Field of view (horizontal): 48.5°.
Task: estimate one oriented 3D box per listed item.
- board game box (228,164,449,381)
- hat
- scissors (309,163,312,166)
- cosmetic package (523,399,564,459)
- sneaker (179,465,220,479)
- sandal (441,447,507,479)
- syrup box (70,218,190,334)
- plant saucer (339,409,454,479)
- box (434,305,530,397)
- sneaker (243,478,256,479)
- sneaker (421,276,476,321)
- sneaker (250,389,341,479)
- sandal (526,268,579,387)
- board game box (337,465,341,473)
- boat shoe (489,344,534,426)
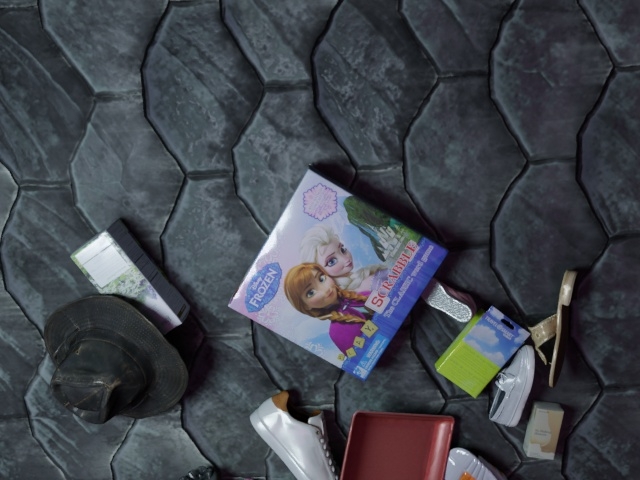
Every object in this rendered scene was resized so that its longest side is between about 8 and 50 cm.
[{"bbox_3d":[0.033,0.068,1.402,0.318,0.066,0.319,29,101,-7],"label":"board game box"},{"bbox_3d":[-0.433,0.266,1.388,0.331,0.134,0.331,10,123,16],"label":"hat"},{"bbox_3d":[0.000,0.000,1.428,0.109,0.021,0.297,-24,103,8],"label":"scissors"},{"bbox_3d":[0.473,0.402,1.508,0.060,0.041,0.115,6,104,0],"label":"cosmetic package"},{"bbox_3d":[-0.291,0.606,1.541,0.135,0.097,0.276,40,103,-8],"label":"sneaker"},{"bbox_3d":[0.368,0.545,1.524,0.265,0.076,0.102,43,109,5],"label":"sandal"},{"bbox_3d":[-0.373,0.084,1.415,0.093,0.096,0.237,-34,103,10],"label":"syrup box"},{"bbox_3d":[0.142,0.475,1.464,0.259,0.048,0.258,11,90,-28],"label":"plant saucer"},{"bbox_3d":[0.332,0.225,1.467,0.109,0.042,0.178,36,101,-8],"label":"box"},{"bbox_3d":[-0.165,0.606,1.550,0.063,0.075,0.170,14,103,-3],"label":"sneaker"},{"bbox_3d":[0.259,0.116,1.444,0.134,0.070,0.051,36,110,22],"label":"sneaker"},{"bbox_3d":[-0.009,0.435,1.480,0.123,0.106,0.290,-43,90,3],"label":"sneaker"},{"bbox_3d":[0.463,0.172,1.449,0.079,0.088,0.240,13,98,30],"label":"sandal"},{"bbox_3d":[0.024,0.584,1.567,0.103,0.026,0.154,-24,102,6],"label":"board game box"},{"bbox_3d":[0.395,0.300,1.479,0.063,0.066,0.184,10,113,-3],"label":"boat shoe"}]
